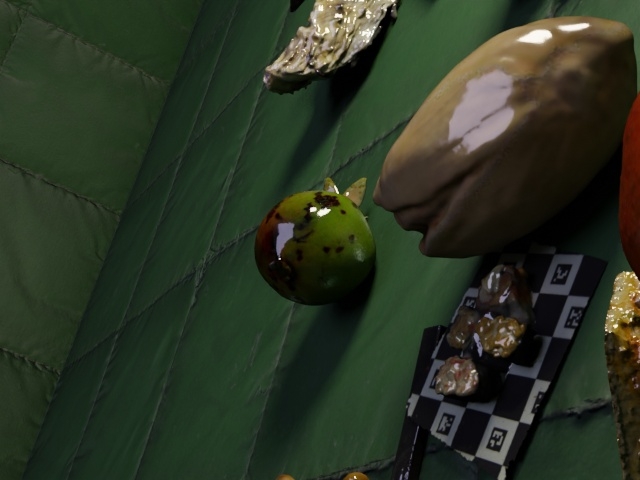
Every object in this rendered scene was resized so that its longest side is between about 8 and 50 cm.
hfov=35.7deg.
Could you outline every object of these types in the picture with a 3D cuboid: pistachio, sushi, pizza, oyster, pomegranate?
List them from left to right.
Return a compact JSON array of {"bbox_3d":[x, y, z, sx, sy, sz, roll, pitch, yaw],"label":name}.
[{"bbox_3d":[-0.004,-0.012,1.272,0.156,0.156,0.220,-47,22,39],"label":"pomegranate"},{"bbox_3d":[0.025,-0.371,1.656,0.351,0.115,0.238,-53,17,-18],"label":"oyster"},{"bbox_3d":[0.148,0.088,0.908,0.210,0.040,0.193,-62,23,-3],"label":"sushi"},{"bbox_3d":[0.172,-0.093,0.922,0.293,0.162,0.181,-48,-5,35],"label":"pistachio"},{"bbox_3d":[0.220,0.091,0.664,0.046,0.134,0.174,-4,72,22],"label":"pizza"}]

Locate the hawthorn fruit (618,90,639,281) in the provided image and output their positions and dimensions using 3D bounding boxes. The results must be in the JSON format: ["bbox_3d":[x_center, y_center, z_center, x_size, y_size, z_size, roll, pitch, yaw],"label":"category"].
[{"bbox_3d":[0.260,-0.020,0.595,0.185,0.185,0.202,-8,58,66],"label":"hawthorn fruit"}]

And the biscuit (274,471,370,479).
[{"bbox_3d":[-0.018,0.325,1.044,0.208,0.047,0.164,-23,46,61],"label":"biscuit"}]

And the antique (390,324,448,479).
[{"bbox_3d":[0.097,0.172,0.990,0.031,0.015,0.192,-30,39,56],"label":"antique"}]

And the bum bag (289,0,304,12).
[{"bbox_3d":[-0.016,-0.446,1.698,0.124,0.034,0.058,-58,-7,-9],"label":"bum bag"}]
